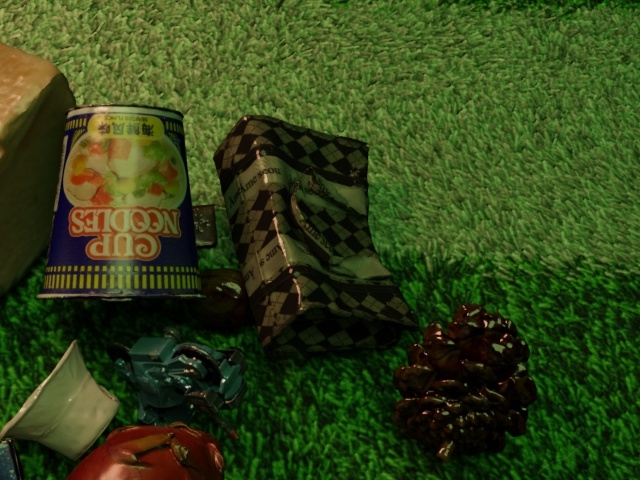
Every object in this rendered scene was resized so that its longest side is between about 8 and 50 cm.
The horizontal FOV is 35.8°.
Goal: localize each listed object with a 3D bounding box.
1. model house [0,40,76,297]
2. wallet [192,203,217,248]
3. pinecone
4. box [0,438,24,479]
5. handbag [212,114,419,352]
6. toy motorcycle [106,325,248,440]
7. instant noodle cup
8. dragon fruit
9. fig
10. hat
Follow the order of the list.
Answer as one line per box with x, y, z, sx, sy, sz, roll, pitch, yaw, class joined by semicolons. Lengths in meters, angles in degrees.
-0.634;-0.128;1.690;0.342;0.335;0.382;24;61;17;model house
-0.280;-0.023;1.840;0.176;0.026;0.095;-3;61;-12;wallet
0.245;0.230;1.659;0.244;0.244;0.309;21;42;3;pinecone
-0.542;0.464;1.430;0.261;0.116;0.279;-14;62;-17;box
0.000;0.000;1.768;0.316;0.180;0.416;11;51;-37;handbag
-0.222;0.227;1.586;0.272;0.182;0.124;-4;40;42;toy motorcycle
-0.323;-0.056;1.631;0.284;0.284;0.313;1;86;-10;instant noodle cup
-0.271;0.397;1.457;0.250;0.250;0.315;25;62;5;dragon fruit
-0.188;0.094;1.741;0.154;0.103;0.109;20;79;16;fig
-0.398;0.267;1.563;0.126;0.203;0.203;40;58;-7;hat
